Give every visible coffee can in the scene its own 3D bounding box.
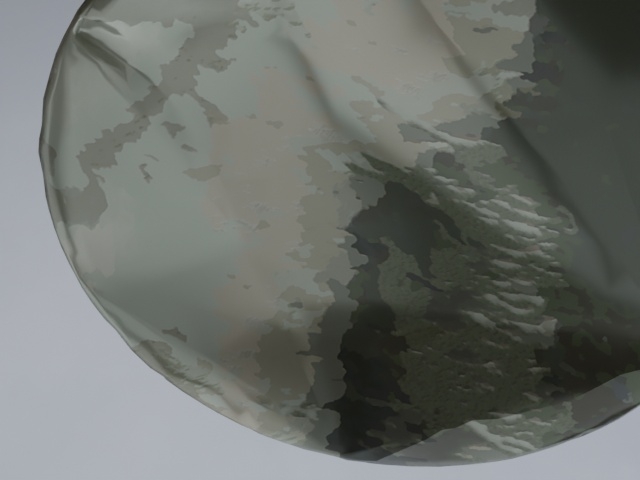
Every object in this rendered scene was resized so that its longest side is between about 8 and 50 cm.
[{"bbox_3d":[0.038,-0.091,0.633,0.201,0.201,0.275,-9,-146,17],"label":"coffee can"}]
